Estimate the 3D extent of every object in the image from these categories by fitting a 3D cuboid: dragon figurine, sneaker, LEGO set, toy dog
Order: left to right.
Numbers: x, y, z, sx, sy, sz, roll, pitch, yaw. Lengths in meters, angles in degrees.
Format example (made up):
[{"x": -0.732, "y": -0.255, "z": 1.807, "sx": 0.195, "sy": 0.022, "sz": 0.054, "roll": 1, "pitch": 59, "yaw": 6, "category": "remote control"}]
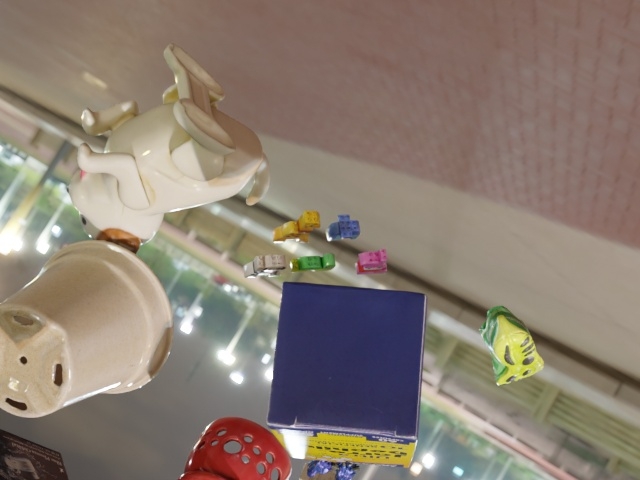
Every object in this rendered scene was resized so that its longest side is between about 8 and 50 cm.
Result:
[{"x": -0.349, "y": -0.151, "z": 2.247, "sx": 0.395, "sy": 0.408, "sz": 0.284, "roll": 35, "pitch": -153, "yaw": -47, "category": "toy dog"}, {"x": 0.000, "y": 0.000, "z": 1.618, "sx": 0.227, "sy": 0.087, "sz": 0.093, "roll": -2, "pitch": 161, "yaw": -17, "category": "LEGO set"}, {"x": 0.076, "y": 0.283, "z": 1.802, "sx": 0.085, "sy": 0.289, "sz": 0.144, "roll": 40, "pitch": 178, "yaw": -25, "category": "dragon figurine"}, {"x": 0.401, "y": 0.218, "z": 2.239, "sx": 0.295, "sy": 0.109, "sz": 0.123, "roll": 68, "pitch": -177, "yaw": -62, "category": "sneaker"}]

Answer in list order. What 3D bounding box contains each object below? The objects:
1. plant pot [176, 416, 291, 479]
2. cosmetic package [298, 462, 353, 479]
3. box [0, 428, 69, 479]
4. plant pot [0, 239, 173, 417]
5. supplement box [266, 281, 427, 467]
[{"x": -0.173, "y": 0.457, "z": 1.996, "sx": 0.191, "sy": 0.174, "sz": 0.191, "roll": 14, "pitch": 128, "yaw": 18, "category": "plant pot"}, {"x": 0.016, "y": 0.445, "z": 1.897, "sx": 0.115, "sy": 0.041, "sz": 0.060, "roll": 19, "pitch": -160, "yaw": 6, "category": "cosmetic package"}, {"x": -0.467, "y": 0.378, "z": 1.621, "sx": 0.156, "sy": 0.093, "sz": 0.158, "roll": 33, "pitch": -169, "yaw": -36, "category": "box"}, {"x": -0.506, "y": 0.192, "z": 2.097, "sx": 0.334, "sy": 0.334, "sz": 0.305, "roll": 30, "pitch": -160, "yaw": 11, "category": "plant pot"}, {"x": 0.044, "y": 0.202, "z": 1.512, "sx": 0.194, "sy": 0.195, "sz": 0.356, "roll": 4, "pitch": 163, "yaw": 5, "category": "supplement box"}]
